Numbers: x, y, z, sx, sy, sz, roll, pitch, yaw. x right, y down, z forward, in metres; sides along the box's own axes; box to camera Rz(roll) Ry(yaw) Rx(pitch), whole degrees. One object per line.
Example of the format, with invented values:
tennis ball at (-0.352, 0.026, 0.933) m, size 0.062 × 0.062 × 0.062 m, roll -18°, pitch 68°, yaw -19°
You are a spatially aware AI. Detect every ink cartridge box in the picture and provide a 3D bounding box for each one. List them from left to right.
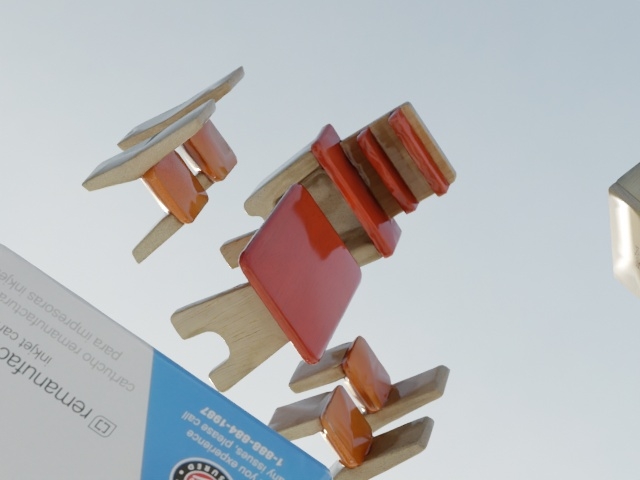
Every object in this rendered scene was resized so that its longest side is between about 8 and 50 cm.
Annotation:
ink cartridge box at (-0.106, 0.119, 0.532) m, size 0.140 × 0.190 × 0.082 m, roll 33°, pitch -28°, yaw 8°

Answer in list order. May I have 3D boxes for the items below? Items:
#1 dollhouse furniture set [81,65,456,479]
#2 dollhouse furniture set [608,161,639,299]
dollhouse furniture set at (0.000, 0.000, 1.142) m, size 0.135 × 0.259 × 0.262 m, roll -30°, pitch -78°, yaw 22°
dollhouse furniture set at (0.303, 0.020, 0.935) m, size 0.161 × 0.242 × 0.212 m, roll -38°, pitch -32°, yaw -13°
